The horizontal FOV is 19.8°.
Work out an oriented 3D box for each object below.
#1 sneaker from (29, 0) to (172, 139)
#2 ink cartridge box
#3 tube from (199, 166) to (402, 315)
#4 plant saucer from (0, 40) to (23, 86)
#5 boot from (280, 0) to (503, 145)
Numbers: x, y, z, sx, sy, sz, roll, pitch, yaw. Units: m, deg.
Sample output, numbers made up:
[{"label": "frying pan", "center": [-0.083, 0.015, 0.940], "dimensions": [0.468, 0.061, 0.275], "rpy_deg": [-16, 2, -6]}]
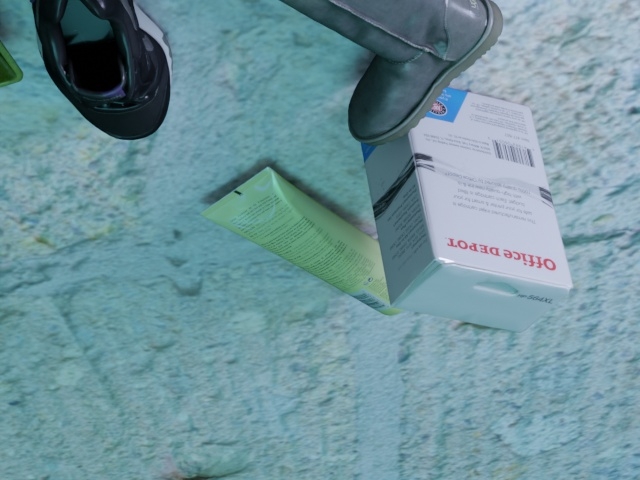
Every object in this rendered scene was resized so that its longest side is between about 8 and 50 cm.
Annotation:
[{"label": "sneaker", "center": [-0.182, -0.143, 1.466], "dimensions": [0.107, 0.124, 0.283], "rpy_deg": [-9, 148, 3]}, {"label": "ink cartridge box", "center": [0.126, -0.032, 1.633], "dimensions": [0.148, 0.203, 0.086], "rpy_deg": [12, 142, -28]}, {"label": "tube", "center": [0.000, 0.000, 1.798], "dimensions": [0.240, 0.062, 0.070], "rpy_deg": [30, 88, -37]}, {"label": "plant saucer", "center": [-0.357, -0.173, 1.455], "dimensions": [0.188, 0.045, 0.188], "rpy_deg": [-14, 147, 9]}, {"label": "boot", "center": [0.027, -0.175, 1.511], "dimensions": [0.208, 0.076, 0.190], "rpy_deg": [16, 126, -43]}]
